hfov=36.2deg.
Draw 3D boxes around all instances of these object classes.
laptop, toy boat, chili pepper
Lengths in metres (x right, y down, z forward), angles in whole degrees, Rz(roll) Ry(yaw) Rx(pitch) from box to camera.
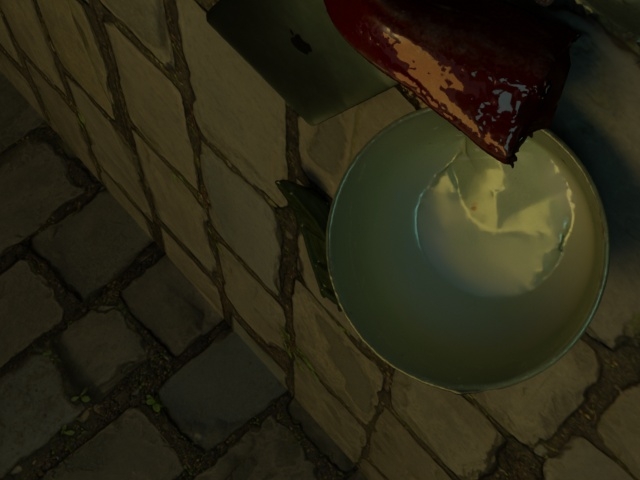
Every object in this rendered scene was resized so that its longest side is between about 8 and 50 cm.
[{"bbox_3d":[-0.018,-0.218,1.068,0.187,0.015,0.269,43,159,-15],"label":"laptop"},{"bbox_3d":[0.000,0.000,1.617,0.093,0.055,0.293,36,157,41],"label":"toy boat"},{"bbox_3d":[0.089,-0.169,0.822,0.252,0.144,0.136,31,160,4],"label":"chili pepper"}]

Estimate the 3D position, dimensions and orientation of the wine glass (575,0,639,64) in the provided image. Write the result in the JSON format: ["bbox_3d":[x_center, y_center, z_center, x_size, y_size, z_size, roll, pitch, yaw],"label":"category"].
[{"bbox_3d":[0.226,-0.227,0.412,0.190,0.190,0.357,50,163,5],"label":"wine glass"}]

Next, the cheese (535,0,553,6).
[{"bbox_3d":[0.094,-0.301,0.770,0.286,0.074,0.189,49,161,7],"label":"cheese"}]

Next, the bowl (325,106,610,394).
[{"bbox_3d":[0.155,0.001,0.981,0.277,0.277,0.145,48,-159,10],"label":"bowl"}]

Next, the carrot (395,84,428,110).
[{"bbox_3d":[0.079,-0.186,1.048,0.254,0.049,0.049,43,161,7],"label":"carrot"}]
